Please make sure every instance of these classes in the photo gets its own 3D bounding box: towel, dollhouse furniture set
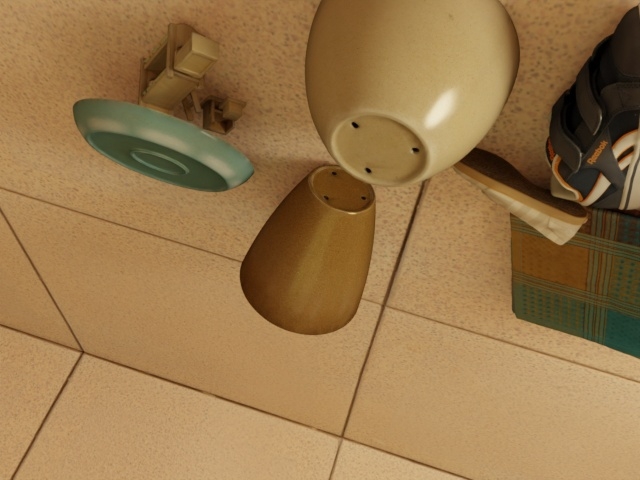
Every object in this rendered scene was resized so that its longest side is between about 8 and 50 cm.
[{"bbox_3d":[0.449,0.059,1.084,0.271,0.040,0.370,18,149,30],"label":"towel"},{"bbox_3d":[-0.164,-0.260,0.987,0.161,0.101,0.182,12,156,-36],"label":"dollhouse furniture set"}]

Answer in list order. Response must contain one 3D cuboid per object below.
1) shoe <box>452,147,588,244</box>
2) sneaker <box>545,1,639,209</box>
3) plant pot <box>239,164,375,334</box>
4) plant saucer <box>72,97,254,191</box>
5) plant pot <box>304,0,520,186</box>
[{"bbox_3d":[0.282,-0.067,0.963,0.219,0.076,0.058,33,132,16],"label":"shoe"},{"bbox_3d":[0.349,-0.146,0.809,0.128,0.126,0.321,1,145,18],"label":"sneaker"},{"bbox_3d":[0.000,0.000,1.148,0.237,0.237,0.254,22,134,-2],"label":"plant pot"},{"bbox_3d":[-0.272,-0.149,1.115,0.318,0.043,0.317,15,168,3],"label":"plant saucer"},{"bbox_3d":[0.099,-0.181,0.836,0.284,0.191,0.284,14,147,9],"label":"plant pot"}]
